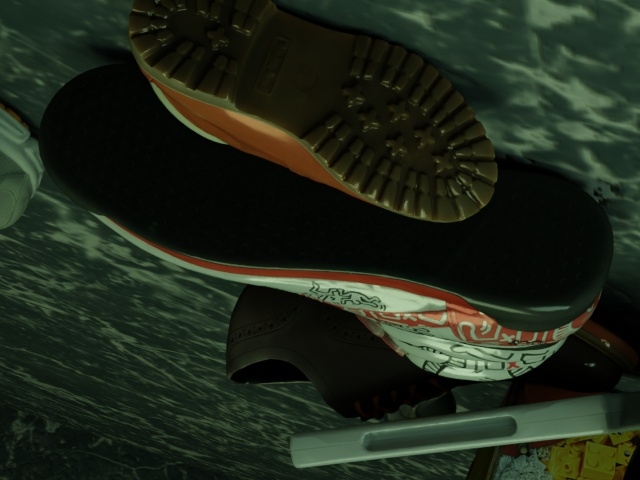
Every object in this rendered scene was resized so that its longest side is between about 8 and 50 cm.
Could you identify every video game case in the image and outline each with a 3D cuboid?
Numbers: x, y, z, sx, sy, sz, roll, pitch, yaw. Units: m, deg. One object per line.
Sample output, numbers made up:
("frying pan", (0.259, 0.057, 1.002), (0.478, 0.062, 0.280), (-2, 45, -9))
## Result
("video game case", (0.118, 0.114, 0.786), (0.193, 0.023, 0.212), (-12, 170, 30))

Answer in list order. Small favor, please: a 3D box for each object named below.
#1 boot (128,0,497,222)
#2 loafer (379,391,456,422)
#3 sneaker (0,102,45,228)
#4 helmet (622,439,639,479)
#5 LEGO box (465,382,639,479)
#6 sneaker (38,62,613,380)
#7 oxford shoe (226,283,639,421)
("boot", (-0.004, -0.053, 0.530), (0.158, 0.059, 0.084), (29, 167, -3))
("loafer", (0.072, 0.114, 0.993), (0.061, 0.062, 0.170), (3, 159, 33))
("sneaker", (-0.234, -0.040, 0.711), (0.099, 0.121, 0.262), (17, 164, 10))
("helmet", (0.242, 0.116, 0.599), (0.161, 0.169, 0.169), (36, 166, 8))
("LEGO box", (0.297, 0.299, 1.102), (0.372, 0.193, 0.500), (17, 164, 7))
("sneaker", (0.000, 0.001, 0.633), (0.270, 0.090, 0.145), (14, 162, 7))
("oxford shoe", (0.059, 0.071, 0.784), (0.271, 0.098, 0.097), (7, 159, 37))
